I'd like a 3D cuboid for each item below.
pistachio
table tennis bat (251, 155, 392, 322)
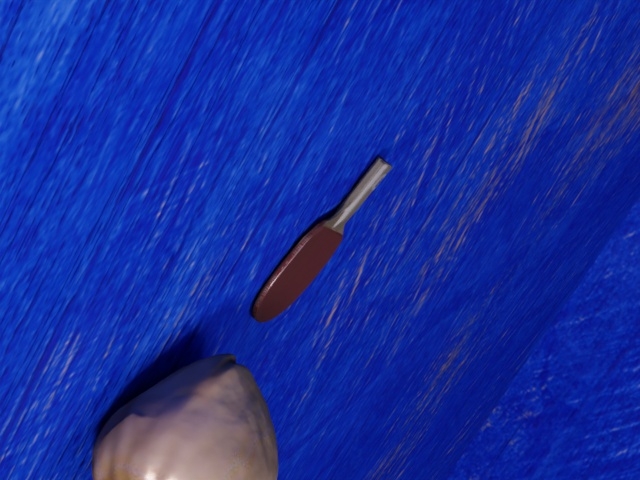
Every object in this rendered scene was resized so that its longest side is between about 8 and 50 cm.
[{"bbox_3d":[-0.084,0.151,1.400,0.145,0.117,0.200,-60,165,14],"label":"pistachio"},{"bbox_3d":[0.000,0.000,1.506,0.156,0.013,0.087,-51,164,5],"label":"table tennis bat"}]
